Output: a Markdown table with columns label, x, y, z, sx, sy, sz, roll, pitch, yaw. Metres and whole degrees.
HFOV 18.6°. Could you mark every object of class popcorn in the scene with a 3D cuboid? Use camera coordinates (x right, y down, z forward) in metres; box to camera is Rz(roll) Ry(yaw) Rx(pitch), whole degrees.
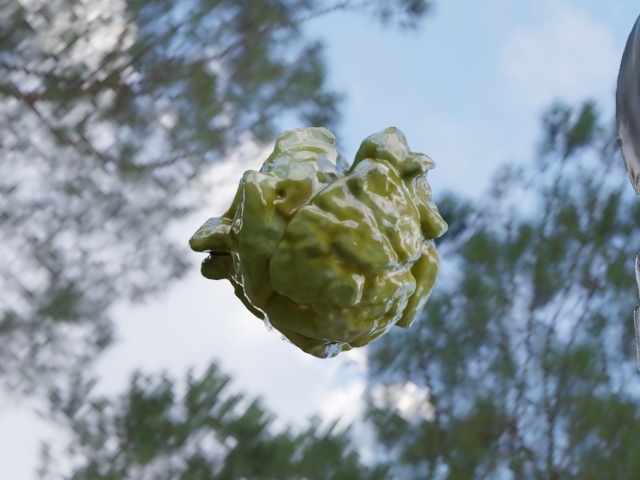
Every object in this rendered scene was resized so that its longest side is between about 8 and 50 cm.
| label | x | y | z | sx | sy | sz | roll | pitch | yaw |
| --- | --- | --- | --- | --- | --- | --- | --- | --- | --- |
| popcorn | 0.000 | -0.001 | 1.564 | 0.187 | 0.185 | 0.167 | 20 | -51 | 34 |

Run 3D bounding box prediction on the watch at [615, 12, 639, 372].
| label | x | y | z | sx | sy | sz | roll | pitch | yaw |
| --- | --- | --- | --- | --- | --- | --- | --- | --- | --- |
| watch | 0.337 | -0.069 | 1.086 | 0.335 | 0.327 | 0.314 | 11 | -17 | 3 |
